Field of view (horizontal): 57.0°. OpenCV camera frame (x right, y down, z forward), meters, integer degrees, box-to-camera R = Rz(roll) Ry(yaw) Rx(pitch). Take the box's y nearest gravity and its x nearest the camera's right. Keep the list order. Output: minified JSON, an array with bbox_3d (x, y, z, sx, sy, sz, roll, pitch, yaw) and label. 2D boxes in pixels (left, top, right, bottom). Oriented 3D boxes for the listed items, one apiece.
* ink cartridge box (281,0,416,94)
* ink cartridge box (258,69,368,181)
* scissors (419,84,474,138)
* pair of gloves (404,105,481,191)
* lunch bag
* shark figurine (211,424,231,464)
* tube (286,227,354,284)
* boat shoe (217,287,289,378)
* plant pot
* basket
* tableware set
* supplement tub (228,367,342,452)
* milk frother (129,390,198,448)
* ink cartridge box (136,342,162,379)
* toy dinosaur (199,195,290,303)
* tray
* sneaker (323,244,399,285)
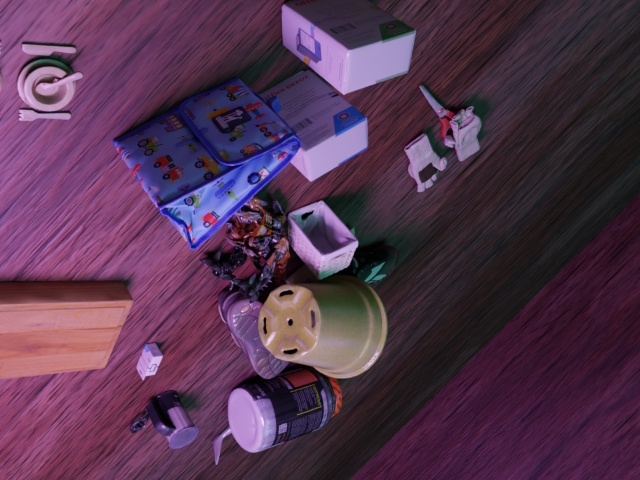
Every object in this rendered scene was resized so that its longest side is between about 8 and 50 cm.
[{"bbox_3d":[0.047,-0.378,1.096,0.154,0.212,0.093,-26,144,-25],"label":"ink cartridge box"},{"bbox_3d":[-0.023,-0.235,1.183,0.148,0.203,0.086,-32,145,-15],"label":"ink cartridge box"},{"bbox_3d":[0.322,-0.331,1.573,0.297,0.021,0.109,5,125,-49],"label":"scissors"},{"bbox_3d":[0.351,-0.253,1.642,0.240,0.042,0.204,-33,147,-4],"label":"pair of gloves"},{"bbox_3d":[-0.187,-0.165,1.077,0.293,0.221,0.138,-37,144,-9],"label":"lunch bag"},{"bbox_3d":[-0.226,0.628,1.953,0.278,0.116,0.166,-8,130,-42],"label":"shark figurine"},{"bbox_3d":[0.008,0.058,1.645,0.240,0.070,0.062,-40,108,-13],"label":"tube"},{"bbox_3d":[-0.174,0.242,1.592,0.132,0.130,0.355,-35,138,-18],"label":"boat shoe"},{"bbox_3d":[-0.011,0.207,1.473,0.276,0.276,0.254,-53,148,13],"label":"plant pot"},{"bbox_3d":[0.000,0.000,1.484,0.113,0.167,0.103,-23,146,-25],"label":"basket"},{"bbox_3d":[-0.468,-0.232,0.894,0.194,0.039,0.128,-10,133,-38],"label":"tableware set"},{"bbox_3d":[-0.107,0.527,1.880,0.338,0.207,0.207,-5,130,-40],"label":"supplement tub"},{"bbox_3d":[-0.432,0.511,1.609,0.129,0.135,0.143,10,119,-48],"label":"milk frother"},{"bbox_3d":[-0.428,0.303,1.474,0.028,0.048,0.083,1,127,-45],"label":"ink cartridge box"},{"bbox_3d":[-0.139,0.027,1.399,0.218,0.164,0.322,-51,125,-18],"label":"toy dinosaur"},{"bbox_3d":[-0.601,0.181,1.162,0.411,0.076,0.202,4,123,-45],"label":"tray"},{"bbox_3d":[0.121,0.079,1.728,0.276,0.097,0.135,-28,149,-19],"label":"sneaker"}]
